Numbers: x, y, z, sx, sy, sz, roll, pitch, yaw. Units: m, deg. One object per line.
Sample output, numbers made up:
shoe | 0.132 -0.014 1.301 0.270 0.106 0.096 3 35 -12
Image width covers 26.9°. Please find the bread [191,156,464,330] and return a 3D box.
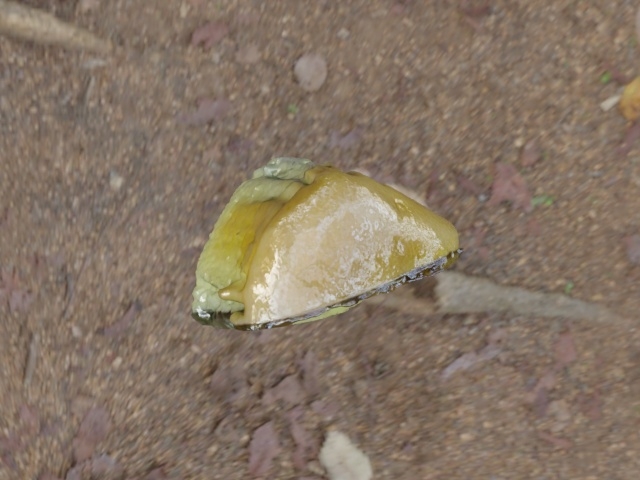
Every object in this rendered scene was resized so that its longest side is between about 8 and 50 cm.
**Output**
bread | 0.000 0.000 1.371 0.262 0.204 0.162 -24 110 -26
